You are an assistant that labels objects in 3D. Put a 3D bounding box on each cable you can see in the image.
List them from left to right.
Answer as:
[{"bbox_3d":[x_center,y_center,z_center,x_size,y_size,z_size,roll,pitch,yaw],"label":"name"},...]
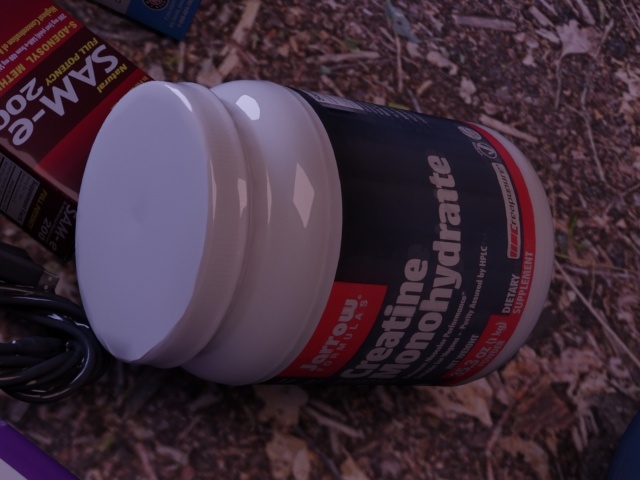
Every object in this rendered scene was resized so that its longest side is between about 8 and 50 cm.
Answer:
[{"bbox_3d":[-0.216,0.040,0.676,0.184,0.047,0.150,24,17,-39],"label":"cable"}]

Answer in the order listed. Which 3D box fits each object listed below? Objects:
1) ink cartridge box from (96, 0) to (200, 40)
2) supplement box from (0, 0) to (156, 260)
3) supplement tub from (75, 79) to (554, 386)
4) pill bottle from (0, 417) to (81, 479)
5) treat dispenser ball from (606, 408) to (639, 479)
[{"bbox_3d":[-0.168,-0.309,0.887,0.233,0.171,0.168,24,53,-11],"label":"ink cartridge box"},{"bbox_3d":[-0.229,-0.113,0.799,0.239,0.073,0.130,37,51,-3],"label":"supplement box"},{"bbox_3d":[0.000,0.000,0.743,0.272,0.191,0.191,5,58,-37],"label":"supplement tub"},{"bbox_3d":[-0.160,0.208,0.567,0.323,0.181,0.181,38,52,-1],"label":"pill bottle"},{"bbox_3d":[0.334,0.200,0.752,0.288,0.288,0.288,13,56,-20],"label":"treat dispenser ball"}]
